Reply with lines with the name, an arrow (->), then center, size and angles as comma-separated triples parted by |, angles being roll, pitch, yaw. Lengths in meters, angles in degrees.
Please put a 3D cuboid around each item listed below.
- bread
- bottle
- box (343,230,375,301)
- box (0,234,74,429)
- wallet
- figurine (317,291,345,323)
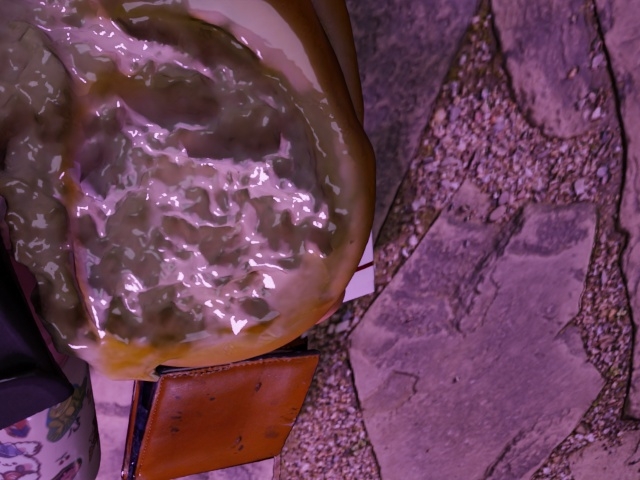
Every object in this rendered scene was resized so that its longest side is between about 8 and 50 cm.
bread -> -0.070, -0.091, 0.976 | 0.211, 0.270, 0.315 | -2, 125, 9
bottle -> -0.238, 0.111, 1.264 | 0.120, 0.120, 0.253 | -17, 145, -14
box -> 0.000, 0.000, 1.349 | 0.084, 0.040, 0.154 | -21, 146, -11
box -> -0.367, 0.026, 0.953 | 0.345, 0.251, 0.204 | -25, 146, -5
wallet -> -0.096, 0.153, 1.489 | 0.161, 0.042, 0.195 | -7, 143, -20
figurine -> -0.038, -0.022, 1.210 | 0.111, 0.102, 0.195 | -42, 121, -16
